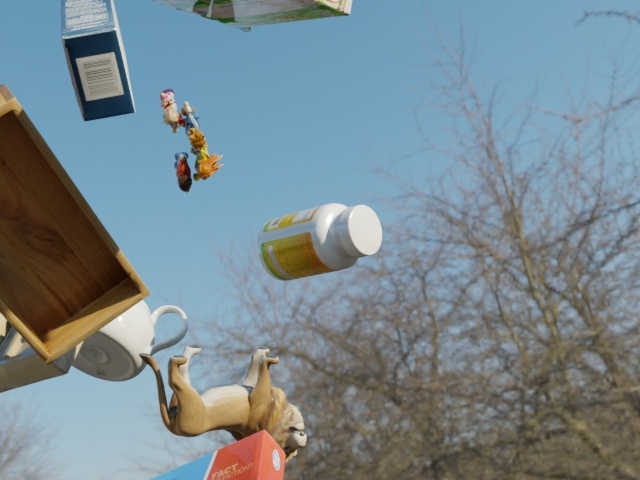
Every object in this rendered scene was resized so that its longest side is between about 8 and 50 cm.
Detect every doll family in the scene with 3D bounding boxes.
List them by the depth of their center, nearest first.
[{"bbox_3d":[-0.295,-0.232,2.022,0.118,0.163,0.263,-13,-57,-7],"label":"doll family"}]

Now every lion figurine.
[{"bbox_3d":[-0.204,0.348,1.818,0.392,0.240,0.142,7,5,-27],"label":"lion figurine"}]

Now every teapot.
[{"bbox_3d":[-0.474,0.188,1.986,0.256,0.187,0.252,42,-44,-21],"label":"teapot"}]

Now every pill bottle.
[{"bbox_3d":[0.000,0.000,1.767,0.246,0.136,0.136,-13,-16,42],"label":"pill bottle"}]

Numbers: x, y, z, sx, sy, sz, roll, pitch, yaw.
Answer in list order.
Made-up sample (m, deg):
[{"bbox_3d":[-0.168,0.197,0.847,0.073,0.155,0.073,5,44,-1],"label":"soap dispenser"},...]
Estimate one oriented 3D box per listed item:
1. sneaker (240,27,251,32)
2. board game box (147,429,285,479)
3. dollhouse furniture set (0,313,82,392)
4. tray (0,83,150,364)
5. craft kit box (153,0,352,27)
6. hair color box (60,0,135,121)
[{"bbox_3d":[-0.171,-0.568,2.042,0.083,0.118,0.222,28,-5,-9],"label":"sneaker"},{"bbox_3d":[-0.177,0.441,1.246,0.242,0.316,0.064,-27,-64,16],"label":"board game box"},{"bbox_3d":[-0.639,0.087,1.547,0.257,0.362,0.394,-20,-52,35],"label":"dollhouse furniture set"},{"bbox_3d":[-0.448,-0.011,1.326,0.203,0.076,0.411,-36,-49,-12],"label":"tray"},{"bbox_3d":[-0.127,-0.352,1.187,0.250,0.060,0.247,8,-2,43],"label":"craft kit box"},{"bbox_3d":[-0.449,-0.391,1.741,0.105,0.347,0.173,-12,-56,-9],"label":"hair color box"}]
